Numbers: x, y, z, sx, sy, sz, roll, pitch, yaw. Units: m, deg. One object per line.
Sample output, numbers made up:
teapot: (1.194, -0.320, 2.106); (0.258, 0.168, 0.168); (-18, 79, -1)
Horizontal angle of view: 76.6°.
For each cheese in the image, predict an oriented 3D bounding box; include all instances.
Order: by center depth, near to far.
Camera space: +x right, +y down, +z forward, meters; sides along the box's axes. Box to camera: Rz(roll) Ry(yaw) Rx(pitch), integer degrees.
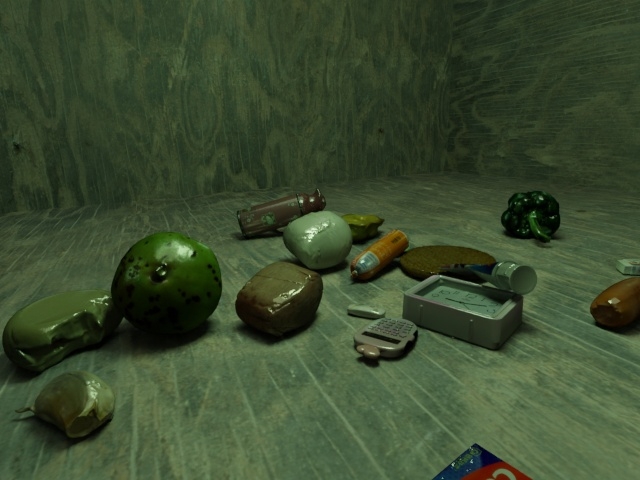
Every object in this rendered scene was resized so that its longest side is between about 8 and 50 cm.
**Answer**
cheese: (-0.494, 0.166, 0.767); (0.175, 0.091, 0.202); (0, 17, 7)
cheese: (0.000, 0.000, 1.171); (0.189, 0.154, 0.198); (-26, 26, -15)

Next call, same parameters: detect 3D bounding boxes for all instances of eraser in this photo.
eraser: (0.834, 0.070, 1.035); (0.122, 0.029, 0.052); (2, 16, 14)

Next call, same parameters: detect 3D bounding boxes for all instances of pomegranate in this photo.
pomegranate: (-0.304, 0.094, 0.840); (0.211, 0.211, 0.263); (-3, -17, -4)

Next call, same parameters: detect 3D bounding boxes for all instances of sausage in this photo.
sausage: (0.612, 0.119, 0.809); (0.197, 0.076, 0.076); (-11, 18, -34)
sausage: (0.155, 0.044, 1.108); (0.071, 0.071, 0.234); (11, 30, 40)

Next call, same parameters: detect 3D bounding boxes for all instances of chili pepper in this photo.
chili pepper: (0.721, -0.082, 1.368); (0.174, 0.165, 0.261); (13, 20, 10)

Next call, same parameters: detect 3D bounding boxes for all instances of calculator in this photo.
calculator: (0.121, 0.180, 0.751); (0.103, 0.024, 0.166); (9, 17, 34)

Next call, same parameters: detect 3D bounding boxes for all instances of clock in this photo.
clock: (0.283, 0.135, 0.815); (0.197, 0.063, 0.150); (12, 20, 41)

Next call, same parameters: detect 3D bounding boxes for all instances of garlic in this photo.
garlic: (-0.356, 0.223, 0.578); (0.152, 0.066, 0.084); (9, 21, 28)

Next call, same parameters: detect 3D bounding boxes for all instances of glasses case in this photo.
glasses case: (0.098, 0.150, 0.864); (0.083, 0.021, 0.032); (6, 15, 27)

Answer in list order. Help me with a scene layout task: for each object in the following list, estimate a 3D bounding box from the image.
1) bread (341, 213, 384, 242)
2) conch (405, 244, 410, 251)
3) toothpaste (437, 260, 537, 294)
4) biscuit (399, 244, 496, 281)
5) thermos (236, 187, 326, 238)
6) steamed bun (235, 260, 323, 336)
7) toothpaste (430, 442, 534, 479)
bread: (0.132, -0.047, 1.465); (0.161, 0.088, 0.233); (12, 18, 28)
conch: (0.233, 0.014, 1.258); (0.088, 0.065, 0.180); (7, 13, 33)
toothpaste: (0.355, 0.068, 0.881); (0.096, 0.061, 0.266); (1, 1, -9)
biscuit: (0.347, 0.062, 1.118); (0.262, 0.037, 0.262); (-2, 16, 0)
thermos: (-0.136, -0.093, 1.525); (0.330, 0.136, 0.109); (-17, -10, -2)
steamed bun: (-0.078, 0.125, 0.845); (0.145, 0.106, 0.175); (16, 37, 35)
toothpaste: (0.062, 0.280, 0.320); (0.320, 0.066, 0.076); (-15, 20, -36)
